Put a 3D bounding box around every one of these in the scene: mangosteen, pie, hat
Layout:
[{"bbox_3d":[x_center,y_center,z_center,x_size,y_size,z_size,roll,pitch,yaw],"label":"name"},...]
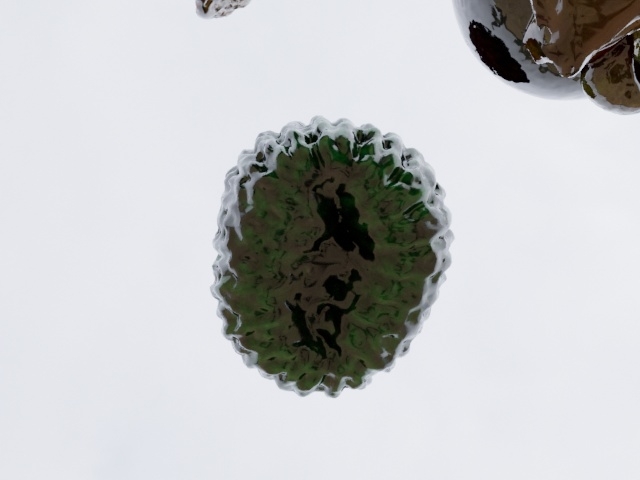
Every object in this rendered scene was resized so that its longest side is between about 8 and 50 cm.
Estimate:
[{"bbox_3d":[0.207,-0.180,0.603,0.211,0.250,0.211,-16,-39,-13],"label":"mangosteen"},{"bbox_3d":[-0.072,-0.236,0.753,0.033,0.088,0.191,47,-29,2],"label":"pie"},{"bbox_3d":[0.000,0.000,0.933,0.242,0.332,0.274,26,-83,-6],"label":"hat"}]

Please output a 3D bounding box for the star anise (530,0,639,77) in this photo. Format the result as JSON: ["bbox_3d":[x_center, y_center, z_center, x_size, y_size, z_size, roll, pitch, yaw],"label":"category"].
[{"bbox_3d":[0.177,-0.207,0.367,0.148,0.346,0.237,11,-24,6],"label":"star anise"}]
